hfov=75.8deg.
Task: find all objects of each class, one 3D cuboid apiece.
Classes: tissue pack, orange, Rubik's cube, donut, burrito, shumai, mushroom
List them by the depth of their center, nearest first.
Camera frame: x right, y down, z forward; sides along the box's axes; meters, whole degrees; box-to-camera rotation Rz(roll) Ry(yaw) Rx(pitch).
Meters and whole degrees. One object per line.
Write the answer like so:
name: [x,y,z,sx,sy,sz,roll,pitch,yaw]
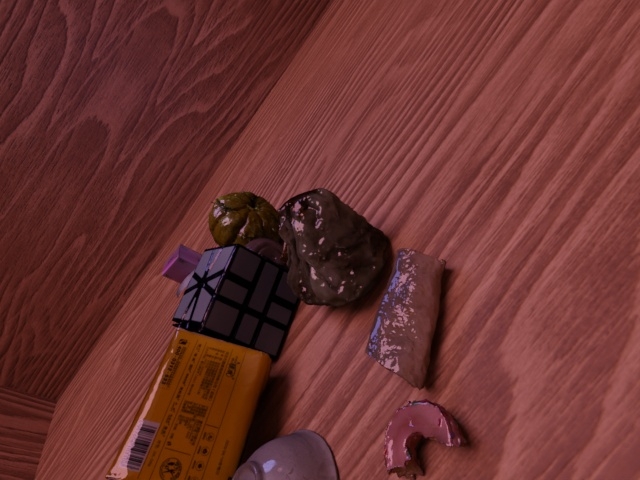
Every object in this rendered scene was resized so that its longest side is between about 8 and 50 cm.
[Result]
donut: [0.181,0.351,0.748,0.166,0.065,0.117,-39,35,26]
burrito: [0.184,0.162,0.890,0.143,0.105,0.300,-11,51,47]
tissue pack: [-0.322,0.470,1.083,0.228,0.292,0.382,104,-179,-53]
shumai: [0.000,0.000,1.107,0.309,0.264,0.304,-31,25,8]
Rubik's cube: [-0.268,0.200,1.342,0.288,0.283,0.294,-5,61,53]
mushroom: [-0.182,0.052,1.455,0.141,0.188,0.117,-42,28,51]
orange: [-0.295,-0.060,1.620,0.223,0.300,0.301,-53,4,34]
tissue pack: [-0.577,0.143,1.893,0.148,0.246,0.093,-43,34,25]

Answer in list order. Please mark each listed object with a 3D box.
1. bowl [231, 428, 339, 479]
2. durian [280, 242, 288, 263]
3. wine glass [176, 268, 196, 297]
bowl: [-0.115,0.563,0.901,0.313,0.146,0.314,-35,36,31]
durian: [-0.056,-0.012,1.393,0.137,0.183,0.250,-13,45,9]
wine glass: [-0.455,0.159,1.762,0.357,0.190,0.190,-47,31,12]
